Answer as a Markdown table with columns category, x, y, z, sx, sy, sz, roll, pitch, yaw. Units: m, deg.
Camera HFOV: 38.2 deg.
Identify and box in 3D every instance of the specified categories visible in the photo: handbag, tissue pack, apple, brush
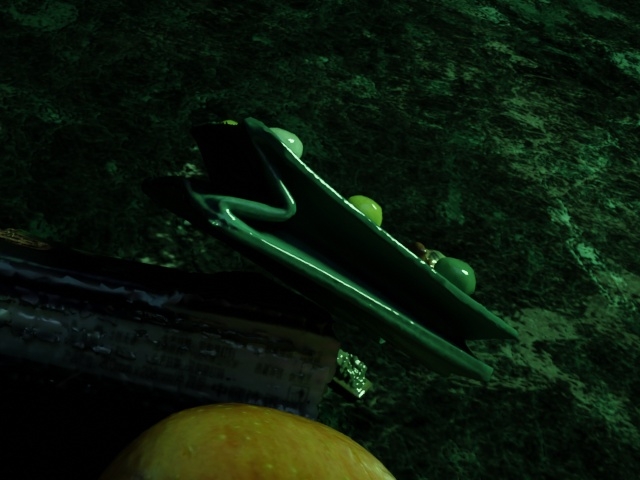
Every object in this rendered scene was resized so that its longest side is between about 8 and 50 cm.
| category | x | y | z | sx | sy | sz | roll | pitch | yaw |
| --- | --- | --- | --- | --- | --- | --- | --- | --- | --- |
| handbag | 0.001 | -0.005 | 0.760 | 0.274 | 0.100 | 0.269 | 33 | -6 | -17 |
| tissue pack | -0.155 | 0.067 | 0.806 | 0.333 | 0.123 | 0.245 | 14 | 4 | -8 |
| apple | -0.048 | 0.232 | 0.627 | 0.272 | 0.251 | 0.206 | 19 | 34 | -40 |
| brush | -0.026 | 0.097 | 0.961 | 0.190 | 0.027 | 0.034 | 34 | 40 | 16 |
